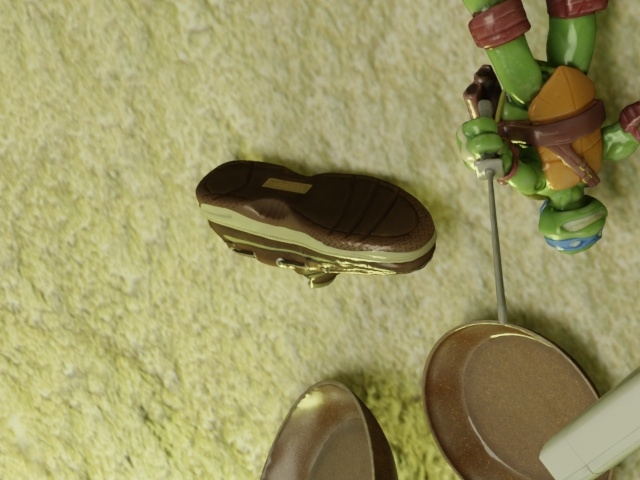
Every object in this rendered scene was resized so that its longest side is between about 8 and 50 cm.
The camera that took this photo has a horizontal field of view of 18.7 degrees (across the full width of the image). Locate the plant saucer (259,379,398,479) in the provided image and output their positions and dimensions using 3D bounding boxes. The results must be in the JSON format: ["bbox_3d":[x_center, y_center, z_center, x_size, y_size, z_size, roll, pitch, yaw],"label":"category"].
[{"bbox_3d":[0.004,0.286,1.817,0.310,0.050,0.310,-169,90,-69],"label":"plant saucer"}]

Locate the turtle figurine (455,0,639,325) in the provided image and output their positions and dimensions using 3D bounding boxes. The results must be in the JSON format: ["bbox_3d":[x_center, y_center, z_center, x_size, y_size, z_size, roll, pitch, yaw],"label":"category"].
[{"bbox_3d":[0.196,-0.111,1.436,0.198,0.274,0.266,-14,101,9],"label":"turtle figurine"}]

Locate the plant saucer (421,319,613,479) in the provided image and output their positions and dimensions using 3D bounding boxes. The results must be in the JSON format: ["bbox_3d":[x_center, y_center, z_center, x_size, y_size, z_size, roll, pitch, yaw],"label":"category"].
[{"bbox_3d":[0.179,0.153,1.706,0.198,0.036,0.198,21,126,32],"label":"plant saucer"}]

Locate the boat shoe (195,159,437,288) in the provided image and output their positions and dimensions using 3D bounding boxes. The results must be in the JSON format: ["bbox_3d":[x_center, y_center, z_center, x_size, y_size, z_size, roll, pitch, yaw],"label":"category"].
[{"bbox_3d":[0.005,-0.005,1.745,0.257,0.095,0.095,18,138,41],"label":"boat shoe"}]

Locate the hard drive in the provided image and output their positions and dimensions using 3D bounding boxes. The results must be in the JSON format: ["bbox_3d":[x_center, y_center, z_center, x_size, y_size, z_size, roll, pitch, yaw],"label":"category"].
[{"bbox_3d":[0.327,0.041,1.370,0.047,0.233,0.353,52,136,8],"label":"hard drive"}]
